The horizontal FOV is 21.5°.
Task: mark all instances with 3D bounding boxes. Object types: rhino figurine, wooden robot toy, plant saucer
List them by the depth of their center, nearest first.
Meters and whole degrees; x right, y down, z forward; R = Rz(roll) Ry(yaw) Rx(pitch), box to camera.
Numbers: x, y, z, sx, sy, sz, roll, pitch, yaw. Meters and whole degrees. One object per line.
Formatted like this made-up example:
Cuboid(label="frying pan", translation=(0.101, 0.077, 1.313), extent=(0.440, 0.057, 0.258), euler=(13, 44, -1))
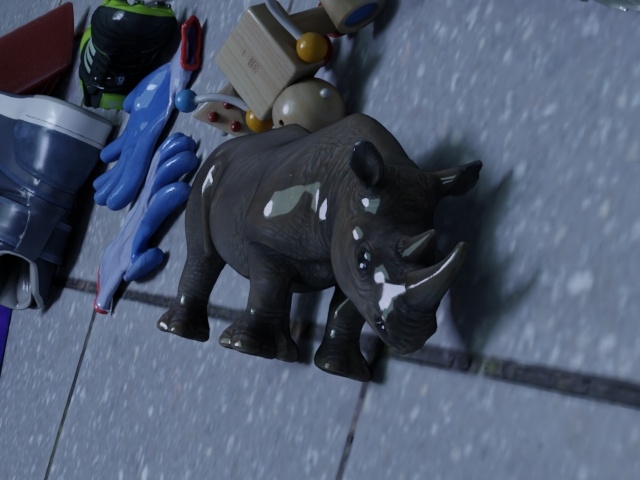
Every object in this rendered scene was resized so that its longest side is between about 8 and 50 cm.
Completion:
Cuboid(label="rhino figurine", translation=(0.000, 0.000, 0.700), extent=(0.243, 0.073, 0.106), euler=(3, 79, 68))
Cuboid(label="wooden robot toy", translation=(-0.002, -0.082, 0.818), extent=(0.079, 0.076, 0.173), euler=(58, 138, 18))
Cuboid(label="plant saucer", translation=(-0.342, -0.083, 1.525), extent=(0.258, 0.048, 0.259), euler=(-37, -6, -39))

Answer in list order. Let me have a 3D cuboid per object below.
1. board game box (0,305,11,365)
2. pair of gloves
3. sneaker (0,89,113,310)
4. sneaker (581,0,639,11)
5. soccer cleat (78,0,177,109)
Cuboid(label="board game box", translation=(-0.372, 0.112, 1.566), extent=(0.347, 0.078, 0.233), euler=(-46, 33, 51))
Cuboid(label="pair of gloves", translation=(-0.118, -0.046, 1.117), extent=(0.159, 0.023, 0.198), euler=(-53, 27, 43))
Cuboid(label="sneaker", translation=(-0.246, -0.033, 1.346), extent=(0.226, 0.086, 0.163), euler=(13, 83, 69))
Cuboid(label="sneaker", translation=(0.074, -0.169, 0.602), extent=(0.146, 0.102, 0.293), euler=(-70, 20, 4))
Cuboid(label="soccer cleat", translation=(-0.141, -0.131, 1.207), extent=(0.179, 0.060, 0.072), euler=(170, 106, -75))
